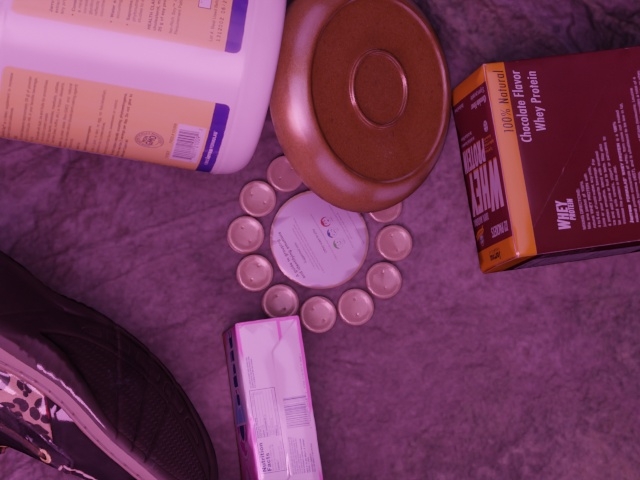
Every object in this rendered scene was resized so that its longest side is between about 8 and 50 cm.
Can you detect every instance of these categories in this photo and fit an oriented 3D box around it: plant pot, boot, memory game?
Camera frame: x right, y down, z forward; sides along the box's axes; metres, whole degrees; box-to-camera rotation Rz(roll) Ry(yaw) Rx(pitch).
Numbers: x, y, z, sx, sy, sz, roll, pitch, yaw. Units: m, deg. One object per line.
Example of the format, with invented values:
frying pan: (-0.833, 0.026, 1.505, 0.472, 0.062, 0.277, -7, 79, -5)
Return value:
plant pot: (0.049, -0.144, 1.811, 0.236, 0.032, 0.236, 1, 88, -42)
boot: (-0.306, 0.169, 1.660, 0.377, 0.138, 0.284, 38, 119, -24)
memory game: (0.000, 0.000, 1.852, 0.186, 0.012, 0.186, 1, 82, -10)

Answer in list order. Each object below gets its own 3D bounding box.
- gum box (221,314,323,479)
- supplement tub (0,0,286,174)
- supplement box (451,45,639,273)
gum box: (-0.045, 0.171, 1.770, 0.062, 0.107, 0.188, -7, 83, -11)
supplement tub: (-0.211, -0.201, 1.726, 0.331, 0.241, 0.241, 10, 80, -9)
supplement box: (0.249, -0.080, 1.849, 0.194, 0.129, 0.191, -8, 84, -12)
